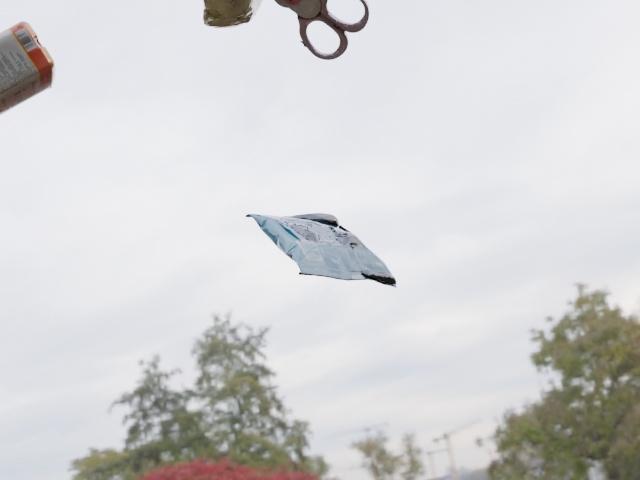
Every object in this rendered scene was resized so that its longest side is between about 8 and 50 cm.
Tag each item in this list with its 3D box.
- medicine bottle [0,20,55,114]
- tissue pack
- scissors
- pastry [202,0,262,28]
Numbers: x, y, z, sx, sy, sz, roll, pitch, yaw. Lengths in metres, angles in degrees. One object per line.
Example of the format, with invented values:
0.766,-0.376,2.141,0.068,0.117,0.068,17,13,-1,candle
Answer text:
-0.626,-0.307,1.705,0.222,0.112,0.149,-35,3,-18,medicine bottle
0.000,0.000,0.708,0.085,0.028,0.138,6,15,-25,tissue pack
-0.043,-0.374,1.335,0.242,0.030,0.118,35,-58,-15,scissors
-0.135,-0.409,1.407,0.088,0.166,0.166,11,-16,7,pastry
